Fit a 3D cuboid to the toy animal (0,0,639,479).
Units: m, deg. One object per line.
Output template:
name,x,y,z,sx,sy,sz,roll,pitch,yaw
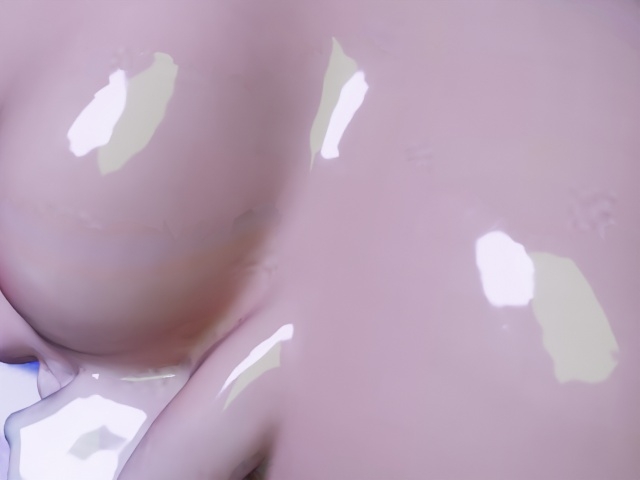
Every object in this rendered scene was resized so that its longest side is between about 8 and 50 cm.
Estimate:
toy animal,-0.004,0.000,0.458,0.256,0.195,0.213,24,80,6
